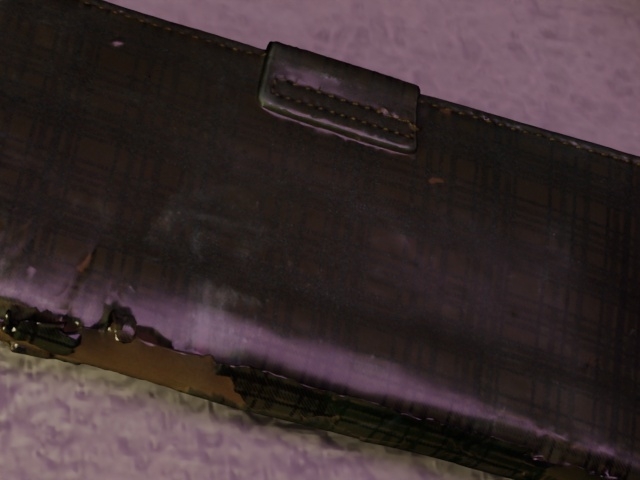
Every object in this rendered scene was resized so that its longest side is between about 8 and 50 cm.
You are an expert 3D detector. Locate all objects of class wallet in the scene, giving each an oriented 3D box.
[{"bbox_3d":[0.000,0.001,0.746,0.317,0.044,0.169,15,55,-14],"label":"wallet"}]
